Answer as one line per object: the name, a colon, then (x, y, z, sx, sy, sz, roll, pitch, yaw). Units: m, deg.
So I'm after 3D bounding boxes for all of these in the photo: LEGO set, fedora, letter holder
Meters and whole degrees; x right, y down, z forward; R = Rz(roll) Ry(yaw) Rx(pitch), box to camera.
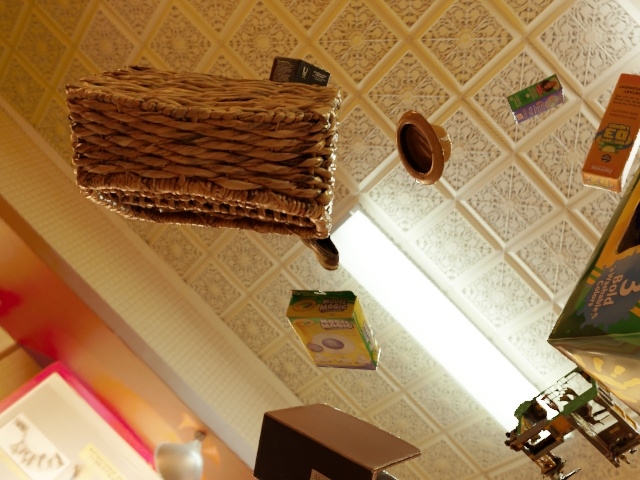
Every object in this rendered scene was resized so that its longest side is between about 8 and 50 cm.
LEGO set: (0.638, 0.456, 1.339, 0.192, 0.255, 0.331, 45, -72, 5)
fedora: (0.263, -0.235, 1.364, 0.194, 0.079, 0.194, 49, -30, 42)
letter holder: (0.040, 0.485, 1.210, 0.302, 0.215, 0.151, 13, -86, 40)

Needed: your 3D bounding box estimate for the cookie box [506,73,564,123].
cookie box: (0.467, -0.306, 1.203, 0.107, 0.092, 0.040, -25, -106, 20)

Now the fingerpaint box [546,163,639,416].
fingerpaint box: (0.484, -0.045, 0.547, 0.163, 0.444, 0.371, 38, -18, -3)

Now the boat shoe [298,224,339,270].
boat shoe: (0.000, 0.000, 1.203, 0.152, 0.056, 0.049, 50, -46, 33)

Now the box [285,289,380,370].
box: (0.020, 0.133, 0.826, 0.105, 0.043, 0.179, -2, -42, 21)

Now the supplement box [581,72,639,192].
supplement box: (0.615, -0.220, 1.133, 0.078, 0.080, 0.233, 20, -96, 32)

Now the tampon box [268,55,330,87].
tampon box: (-0.067, -0.382, 1.443, 0.102, 0.121, 0.160, 24, -79, 41)

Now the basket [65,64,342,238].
basket: (-0.131, -0.075, 0.666, 0.300, 0.213, 0.222, 7, -65, 1)
